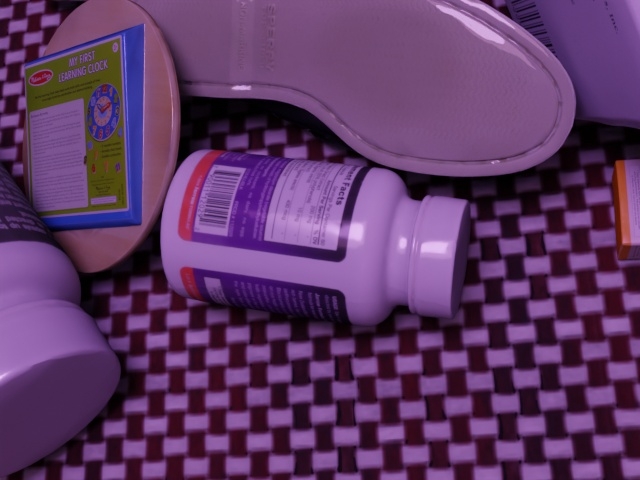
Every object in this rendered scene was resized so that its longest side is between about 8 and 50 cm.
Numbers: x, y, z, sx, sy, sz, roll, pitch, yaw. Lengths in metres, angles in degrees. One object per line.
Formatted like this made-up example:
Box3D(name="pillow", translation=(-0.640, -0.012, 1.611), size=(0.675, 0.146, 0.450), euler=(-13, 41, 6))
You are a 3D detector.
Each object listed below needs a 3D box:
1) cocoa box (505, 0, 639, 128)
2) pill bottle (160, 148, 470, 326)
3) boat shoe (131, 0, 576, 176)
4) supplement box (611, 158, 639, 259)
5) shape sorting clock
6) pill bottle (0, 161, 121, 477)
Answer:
Box3D(name="cocoa box", translation=(0.203, -0.268, 0.520), size=(0.228, 0.231, 0.347), euler=(-25, 100, 2))
Box3D(name="pill bottle", translation=(0.000, 0.000, 0.615), size=(0.193, 0.108, 0.108), euler=(8, 74, 15))
Box3D(name="boat shoe", translation=(0.023, -0.129, 0.654), size=(0.340, 0.113, 0.127), euler=(11, 106, 25))
Box3D(name="supplement box", translation=(0.248, -0.022, 0.602), size=(0.098, 0.036, 0.062), euler=(-2, 71, 13))
Box3D(name="shape sorting clock", translation=(-0.167, -0.079, 0.676), size=(0.206, 0.040, 0.206), euler=(3, 94, 44))
Box3D(name="pill bottle", translation=(-0.275, 0.019, 0.644), size=(0.161, 0.161, 0.283), euler=(-40, 67, -2))
